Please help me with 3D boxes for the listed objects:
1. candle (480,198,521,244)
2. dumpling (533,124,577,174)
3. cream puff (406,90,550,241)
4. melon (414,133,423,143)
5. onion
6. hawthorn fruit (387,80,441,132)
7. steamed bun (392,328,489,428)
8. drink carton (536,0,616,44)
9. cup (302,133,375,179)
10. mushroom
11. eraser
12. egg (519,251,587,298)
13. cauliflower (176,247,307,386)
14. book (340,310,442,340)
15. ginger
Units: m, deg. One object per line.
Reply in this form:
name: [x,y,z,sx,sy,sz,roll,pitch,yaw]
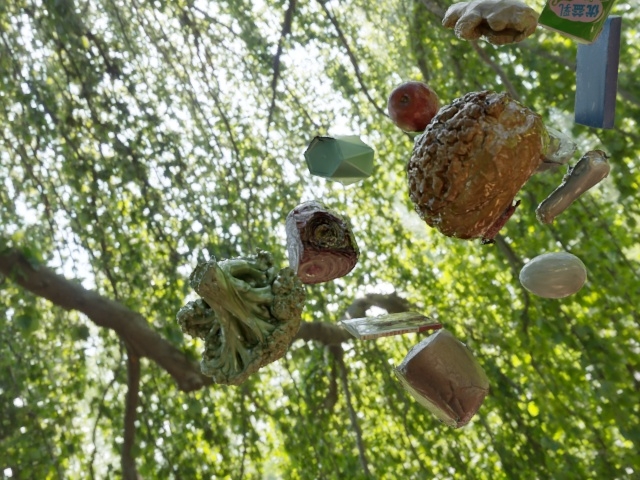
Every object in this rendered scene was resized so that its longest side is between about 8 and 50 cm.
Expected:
candle: [0.549,-0.061,1.824,0.084,0.059,0.302,10,-29,1]
dumpling: [0.669,-0.297,1.843,0.227,0.243,0.175,-48,-17,-31]
cream puff: [0.313,-0.168,1.218,0.343,0.231,0.327,-46,-12,-52]
melon: [0.400,-0.303,1.977,0.323,0.196,0.124,11,-86,-72]
onion: [0.005,-0.001,1.716,0.207,0.206,0.216,0,-32,-19]
hawthorn fruit: [0.302,-0.442,1.898,0.173,0.173,0.173,-24,-23,-11]
steamed bun: [0.343,0.366,1.589,0.199,0.251,0.301,-47,-13,-12]
drink carton: [0.686,-0.653,1.475,0.108,0.161,0.271,-37,-29,-63]
cup: [0.050,-0.222,1.547,0.134,0.148,0.235,8,6,19]
mushroom: [0.765,-0.160,1.760,0.278,0.099,0.096,-48,-1,13]
eraser: [0.799,-0.484,1.678,0.042,0.144,0.312,-10,-69,-9]
egg: [0.746,0.112,1.864,0.209,0.151,0.151,-4,-24,-1]
cauliflower: [-0.189,0.144,1.267,0.281,0.327,0.260,37,-48,-25]
book: [0.188,0.228,1.569,0.231,0.022,0.162,-5,6,-15]
ginger: [0.515,-0.692,1.885,0.236,0.375,0.166,-51,-61,-17]
